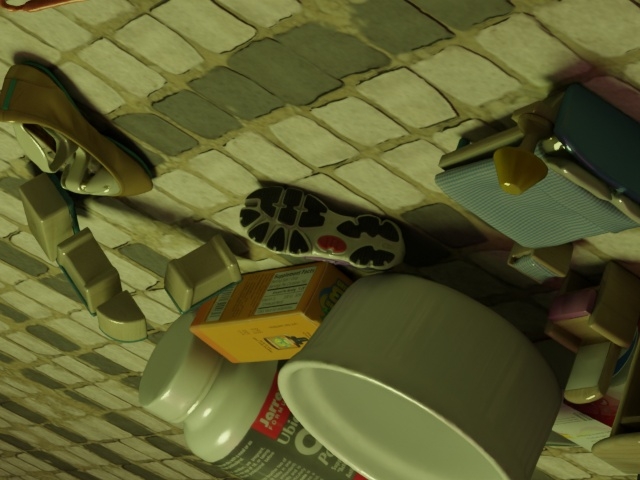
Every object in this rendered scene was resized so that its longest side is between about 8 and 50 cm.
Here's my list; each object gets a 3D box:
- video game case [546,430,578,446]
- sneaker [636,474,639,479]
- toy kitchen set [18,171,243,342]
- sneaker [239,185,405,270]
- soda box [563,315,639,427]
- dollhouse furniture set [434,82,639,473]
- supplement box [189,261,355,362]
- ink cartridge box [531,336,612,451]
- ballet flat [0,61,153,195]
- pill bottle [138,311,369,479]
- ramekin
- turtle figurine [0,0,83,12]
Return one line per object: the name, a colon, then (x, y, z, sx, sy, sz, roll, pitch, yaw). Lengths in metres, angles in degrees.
video game case: (0.170, 0.227, 2.044, 0.212, 0.023, 0.193, 9, 171, -40)
sneaker: (0.407, 0.340, 2.065, 0.083, 0.118, 0.222, 10, 156, 27)
toy kitchen set: (-0.210, 0.004, 1.928, 0.207, 0.166, 0.122, 55, 165, 16)
sneaker: (0.000, 0.000, 1.716, 0.169, 0.068, 0.071, 19, 164, 6)
soda box: (0.336, 0.111, 1.623, 0.083, 0.092, 0.263, 28, 158, -14)
dollhouse furniture set: (0.191, 0.042, 1.455, 0.303, 0.198, 0.286, 32, 156, -23)
supplement box: (-0.047, 0.083, 1.932, 0.078, 0.080, 0.233, 40, 155, -26)
ink cartridge box: (0.301, 0.171, 1.825, 0.175, 0.072, 0.127, 30, 157, -19)
ballet flat: (-0.251, -0.089, 1.726, 0.080, 0.073, 0.232, 6, 154, 35)
pill bottle: (-0.057, 0.216, 2.127, 0.318, 0.176, 0.176, 30, 157, -21)
ramekin: (0.107, 0.155, 1.741, 0.277, 0.135, 0.277, 27, 155, 14)
turtle figurine: (-0.295, -0.274, 1.312, 0.269, 0.087, 0.217, 19, 153, 30)
